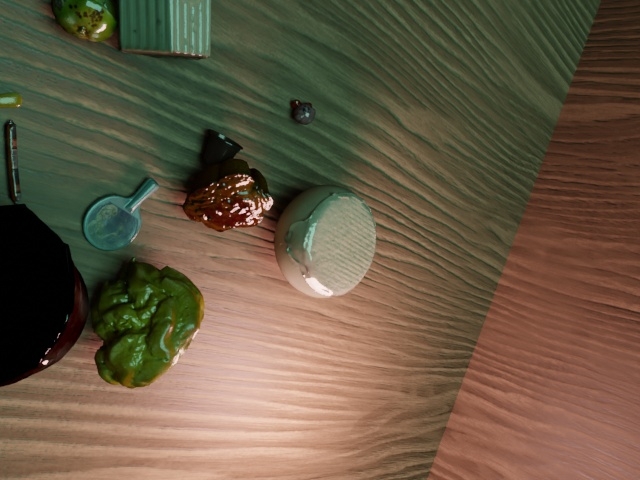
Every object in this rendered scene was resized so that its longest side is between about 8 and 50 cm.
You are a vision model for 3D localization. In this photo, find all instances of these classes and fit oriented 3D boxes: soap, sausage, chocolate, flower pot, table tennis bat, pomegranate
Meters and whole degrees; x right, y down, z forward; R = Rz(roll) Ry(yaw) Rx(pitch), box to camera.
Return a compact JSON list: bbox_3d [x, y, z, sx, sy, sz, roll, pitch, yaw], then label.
[{"bbox_3d":[-0.721,-0.314,1.223,0.089,0.012,0.034,-18,114,-36],"label":"soap"},{"bbox_3d":[-0.714,-0.180,1.262,0.028,0.025,0.198,-17,115,-53],"label":"sausage"},{"bbox_3d":[-0.673,0.124,1.183,0.383,0.331,0.384,0,86,-5],"label":"chocolate"},{"bbox_3d":[-0.378,-0.541,1.309,0.239,0.209,0.190,-19,116,-52],"label":"flower pot"},{"bbox_3d":[-0.292,-0.255,1.566,0.111,0.111,0.089,21,104,-43],"label":"flower pot"},{"bbox_3d":[-0.525,-0.075,1.454,0.237,0.038,0.149,-48,128,-16],"label":"table tennis bat"},{"bbox_3d":[-0.544,-0.530,1.246,0.143,0.169,0.122,11,132,-48],"label":"pomegranate"}]

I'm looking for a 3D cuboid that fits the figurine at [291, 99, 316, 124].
[{"bbox_3d":[-0.050,-0.407,1.744,0.083,0.071,0.067,-11,152,-31],"label":"figurine"}]

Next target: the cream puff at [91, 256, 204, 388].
[{"bbox_3d":[-0.480,0.208,1.432,0.324,0.291,0.257,-41,106,-1],"label":"cream puff"}]

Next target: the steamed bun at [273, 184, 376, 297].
[{"bbox_3d":[0.000,0.000,1.794,0.374,0.241,0.375,-9,104,-40],"label":"steamed bun"}]

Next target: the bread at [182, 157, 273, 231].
[{"bbox_3d":[-0.262,-0.117,1.546,0.232,0.246,0.135,46,28,-44],"label":"bread"}]
